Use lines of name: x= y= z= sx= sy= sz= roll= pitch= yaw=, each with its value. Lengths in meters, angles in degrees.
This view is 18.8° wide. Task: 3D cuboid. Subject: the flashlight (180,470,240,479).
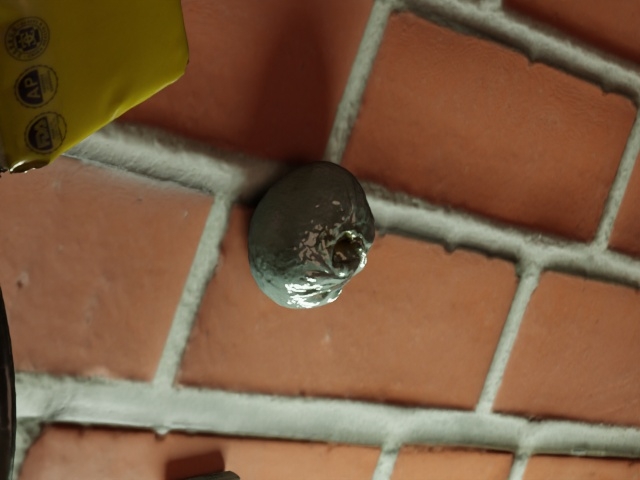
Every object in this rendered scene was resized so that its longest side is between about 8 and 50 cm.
flashlight: x=-0.107 y=0.226 z=1.773 sx=0.083 sy=0.018 sz=0.018 roll=-3 pitch=112 yaw=-52

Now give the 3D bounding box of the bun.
bun: x=0.000 y=0.000 z=1.741 sx=0.141 sy=0.083 sz=0.141 roll=-31 pitch=130 yaw=-45

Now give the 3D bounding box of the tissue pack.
tissue pack: x=-0.198 y=-0.208 z=1.311 sx=0.192 sy=0.134 sz=0.271 roll=-36 pitch=135 yaw=-34

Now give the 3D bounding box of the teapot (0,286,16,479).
teapot: x=-0.333 y=0.131 z=1.241 sx=0.239 sy=0.239 sz=0.322 roll=-6 pitch=109 yaw=-27
